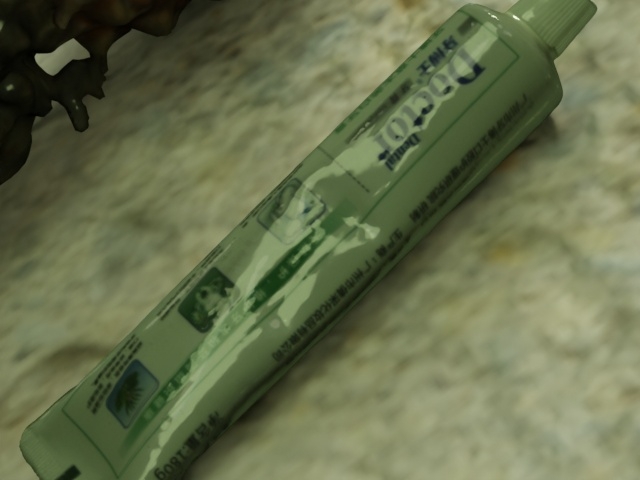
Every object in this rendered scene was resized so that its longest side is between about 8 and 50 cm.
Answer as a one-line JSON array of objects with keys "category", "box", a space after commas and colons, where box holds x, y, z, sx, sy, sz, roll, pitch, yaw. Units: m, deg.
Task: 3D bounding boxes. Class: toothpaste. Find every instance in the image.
[{"category": "toothpaste", "box": [0.000, 0.000, 0.572, 0.218, 0.041, 0.064, -44, 42, -4]}]

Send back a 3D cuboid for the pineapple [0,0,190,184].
[{"category": "pineapple", "box": [-0.110, -0.103, 0.689, 0.175, 0.175, 0.361, 13, 67, 47]}]
